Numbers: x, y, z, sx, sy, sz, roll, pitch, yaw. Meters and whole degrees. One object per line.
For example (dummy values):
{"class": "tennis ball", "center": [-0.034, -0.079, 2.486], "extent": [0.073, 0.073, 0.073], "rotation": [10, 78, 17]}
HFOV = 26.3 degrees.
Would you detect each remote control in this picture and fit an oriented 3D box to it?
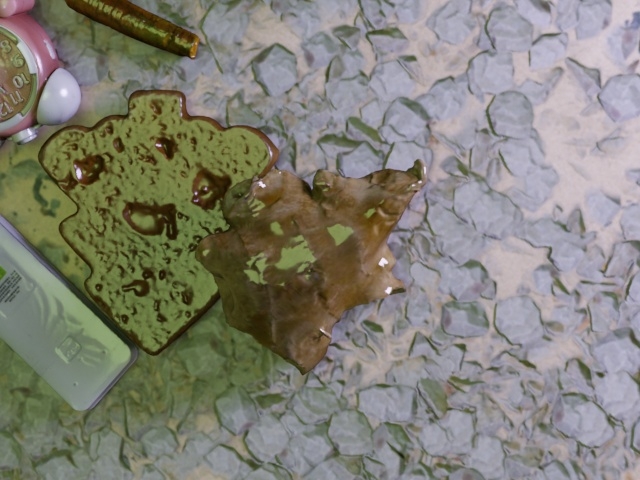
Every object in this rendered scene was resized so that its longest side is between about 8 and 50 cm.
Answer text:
{"class": "remote control", "center": [-0.328, 0.081, 1.582], "extent": [0.250, 0.034, 0.103], "rotation": [42, 97, 7]}

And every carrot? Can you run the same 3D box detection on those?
{"class": "carrot", "center": [-0.213, -0.252, 1.558], "extent": [0.171, 0.042, 0.042], "rotation": [25, 95, 7]}

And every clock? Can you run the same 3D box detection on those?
{"class": "clock", "center": [-0.365, -0.187, 1.565], "extent": [0.166, 0.093, 0.162], "rotation": [-21, 96, 13]}

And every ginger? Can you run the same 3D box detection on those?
{"class": "ginger", "center": [0.000, 0.000, 1.479], "extent": [0.219, 0.123, 0.270], "rotation": [42, 91, -11]}

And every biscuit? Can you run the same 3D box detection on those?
{"class": "biscuit", "center": [-0.191, -0.021, 1.553], "extent": [0.278, 0.043, 0.301], "rotation": [5, 93, 8]}
